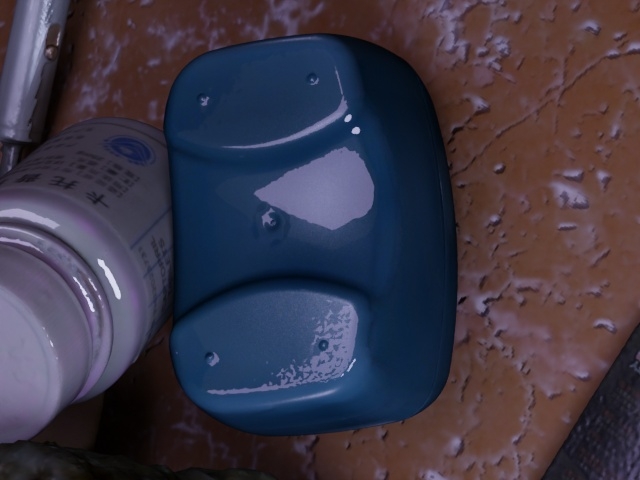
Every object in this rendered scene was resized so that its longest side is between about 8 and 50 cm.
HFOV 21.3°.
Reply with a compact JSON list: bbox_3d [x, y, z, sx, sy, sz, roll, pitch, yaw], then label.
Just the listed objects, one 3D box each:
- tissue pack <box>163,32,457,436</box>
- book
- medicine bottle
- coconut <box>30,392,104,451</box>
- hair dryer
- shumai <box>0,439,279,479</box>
[{"bbox_3d":[0.000,0.000,1.270,0.198,0.206,0.287,-10,78,25],"label":"tissue pack"},{"bbox_3d":[0.227,0.189,1.176,0.160,0.024,0.228,37,104,33],"label":"book"},{"bbox_3d":[-0.196,0.027,1.268,0.170,0.293,0.170,7,115,15],"label":"medicine bottle"},{"bbox_3d":[-0.348,0.131,1.429,0.352,0.352,0.353,-7,78,35],"label":"coconut"},{"bbox_3d":[-0.248,-0.186,1.553,0.173,0.107,0.357,21,103,37],"label":"hair dryer"},{"bbox_3d":[-0.099,0.293,1.208,0.395,0.348,0.395,17,114,46],"label":"shumai"}]
